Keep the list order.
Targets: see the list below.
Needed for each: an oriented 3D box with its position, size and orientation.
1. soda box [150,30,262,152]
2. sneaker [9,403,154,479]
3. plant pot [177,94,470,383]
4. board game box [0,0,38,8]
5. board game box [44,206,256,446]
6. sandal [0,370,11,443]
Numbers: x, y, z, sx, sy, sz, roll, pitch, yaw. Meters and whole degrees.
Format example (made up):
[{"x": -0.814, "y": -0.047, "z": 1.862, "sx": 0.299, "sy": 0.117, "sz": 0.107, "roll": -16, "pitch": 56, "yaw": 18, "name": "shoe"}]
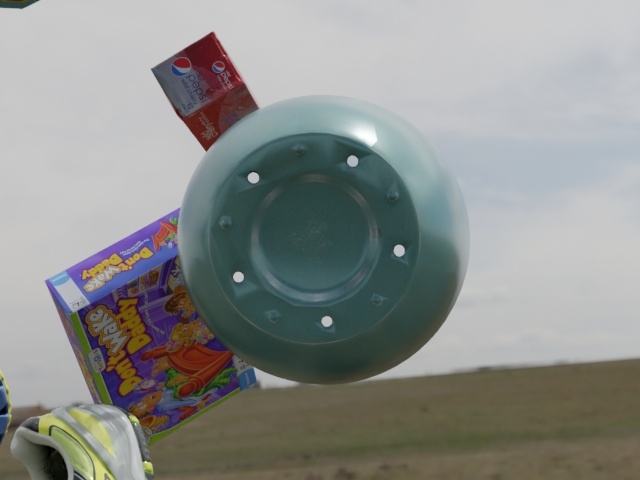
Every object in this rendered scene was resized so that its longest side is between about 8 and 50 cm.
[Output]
[{"x": -0.123, "y": -0.161, "z": 1.678, "sx": 0.092, "sy": 0.083, "sz": 0.263, "roll": -31, "pitch": -17, "yaw": 1, "name": "soda box"}, {"x": -0.251, "y": 0.363, "z": 1.473, "sx": 0.147, "sy": 0.385, "sz": 0.145, "roll": 7, "pitch": -43, "yaw": -43, "name": "sneaker"}, {"x": 0.000, "y": 0.000, "z": 1.225, "sx": 0.293, "sy": 0.293, "sz": 0.235, "roll": -5, "pitch": 0, "yaw": 3, "name": "plant pot"}, {"x": -0.335, "y": -0.349, "z": 0.997, "sx": 0.079, "sy": 0.336, "sz": 0.254, "roll": -17, "pitch": -3, "yaw": 33, "name": "board game box"}, {"x": -0.231, "y": 0.134, "z": 1.886, "sx": 0.233, "sy": 0.078, "sz": 0.347, "roll": -30, "pitch": -39, "yaw": -18, "name": "board game box"}, {"x": -0.503, "y": 0.306, "z": 1.815, "sx": 0.126, "sy": 0.317, "sz": 0.138, "roll": 9, "pitch": 16, "yaw": -7, "name": "sandal"}]
